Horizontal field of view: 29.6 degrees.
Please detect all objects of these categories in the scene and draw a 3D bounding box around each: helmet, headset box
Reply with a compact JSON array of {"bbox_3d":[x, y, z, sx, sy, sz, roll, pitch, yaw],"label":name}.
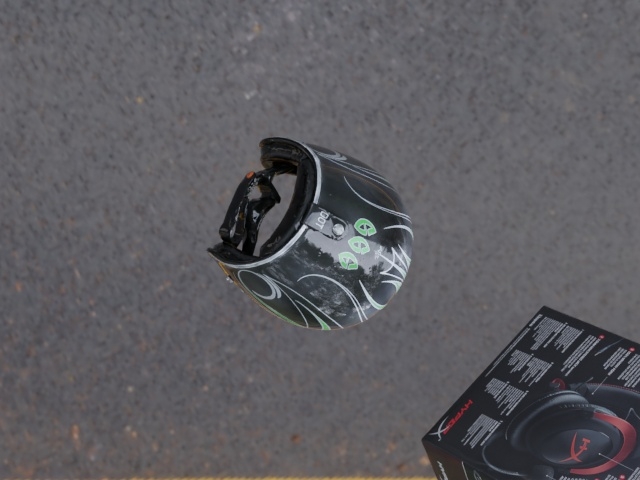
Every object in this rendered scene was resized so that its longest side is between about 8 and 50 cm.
[{"bbox_3d":[0.000,0.000,1.055,0.169,0.169,0.161,-45,132,13],"label":"helmet"},{"bbox_3d":[0.285,0.214,1.209,0.218,0.293,0.110,-44,132,-24],"label":"headset box"}]
